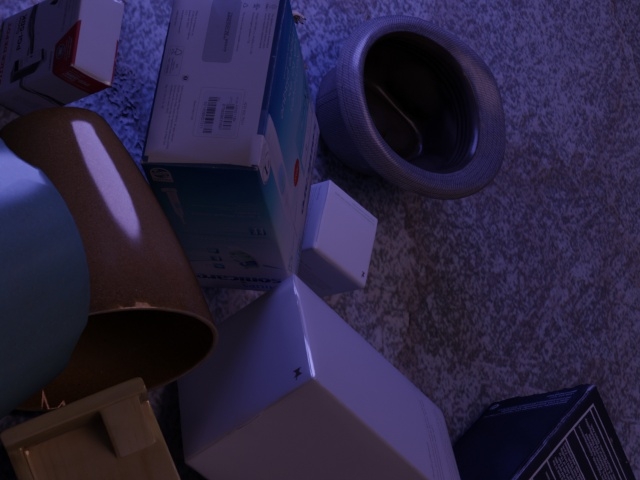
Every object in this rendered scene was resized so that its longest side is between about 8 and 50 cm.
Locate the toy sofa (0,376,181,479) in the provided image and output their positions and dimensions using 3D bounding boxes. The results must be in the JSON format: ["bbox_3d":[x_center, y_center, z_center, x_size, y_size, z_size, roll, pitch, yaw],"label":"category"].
[{"bbox_3d":[-0.171,0.328,1.646,0.150,0.177,0.363,-22,76,-9],"label":"toy sofa"}]

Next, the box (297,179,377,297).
[{"bbox_3d":[0.000,0.000,2.072,0.101,0.087,0.102,39,52,-38],"label":"box"}]

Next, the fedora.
[{"bbox_3d":[0.099,-0.159,2.210,0.275,0.124,0.244,6,72,-41],"label":"fedora"}]

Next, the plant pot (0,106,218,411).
[{"bbox_3d":[-0.244,0.007,1.689,0.237,0.237,0.254,14,52,-48],"label":"plant pot"}]

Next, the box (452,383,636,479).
[{"bbox_3d":[0.278,0.389,2.224,0.294,0.182,0.296,-38,107,-50],"label":"box"}]

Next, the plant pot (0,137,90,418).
[{"bbox_3d":[-0.381,0.065,1.392,0.334,0.341,0.341,-29,102,-56],"label":"plant pot"}]

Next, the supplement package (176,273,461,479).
[{"bbox_3d":[0.001,0.213,1.898,0.293,0.177,0.175,44,21,-35],"label":"supplement package"}]

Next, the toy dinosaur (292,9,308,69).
[{"bbox_3d":[-0.061,-0.245,2.097,0.183,0.053,0.093,53,45,-27],"label":"toy dinosaur"}]

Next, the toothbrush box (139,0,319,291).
[{"bbox_3d":[-0.089,-0.101,1.858,0.295,0.126,0.216,78,18,-62],"label":"toothbrush box"}]

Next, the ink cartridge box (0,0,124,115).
[{"bbox_3d":[-0.269,-0.193,1.759,0.056,0.135,0.099,26,60,-41],"label":"ink cartridge box"}]
